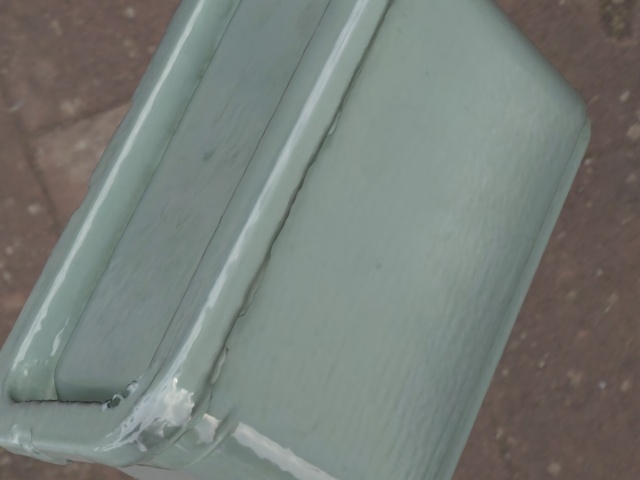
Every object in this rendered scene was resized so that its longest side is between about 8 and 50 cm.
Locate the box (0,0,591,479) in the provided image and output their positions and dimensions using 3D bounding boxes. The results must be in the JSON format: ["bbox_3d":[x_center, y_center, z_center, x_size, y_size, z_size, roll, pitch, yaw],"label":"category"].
[{"bbox_3d":[0.000,0.000,0.760,0.182,0.312,0.175,37,157,-29],"label":"box"}]
